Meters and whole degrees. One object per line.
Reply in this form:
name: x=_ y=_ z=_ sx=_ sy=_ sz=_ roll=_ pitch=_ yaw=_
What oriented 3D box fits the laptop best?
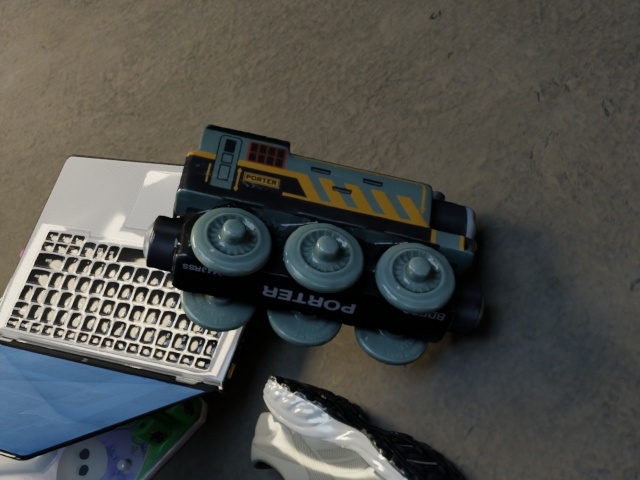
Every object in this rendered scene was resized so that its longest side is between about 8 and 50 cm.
laptop: x=-0.288 y=0.043 z=1.291 sx=0.382 sy=0.236 sz=0.407 roll=8 pitch=68 yaw=35

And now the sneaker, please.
sneaker: x=0.036 y=0.225 z=1.139 sx=0.271 sy=0.100 sz=0.108 roll=24 pitch=94 yaw=44

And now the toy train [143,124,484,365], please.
toy train: x=0.000 y=0.000 z=1.173 sx=0.334 sy=0.142 sz=0.190 roll=11 pitch=52 yaw=-4

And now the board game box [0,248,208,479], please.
board game box: x=-0.364 y=0.216 z=1.432 sx=0.390 sy=0.050 sz=0.390 roll=-47 pitch=48 yaw=3
